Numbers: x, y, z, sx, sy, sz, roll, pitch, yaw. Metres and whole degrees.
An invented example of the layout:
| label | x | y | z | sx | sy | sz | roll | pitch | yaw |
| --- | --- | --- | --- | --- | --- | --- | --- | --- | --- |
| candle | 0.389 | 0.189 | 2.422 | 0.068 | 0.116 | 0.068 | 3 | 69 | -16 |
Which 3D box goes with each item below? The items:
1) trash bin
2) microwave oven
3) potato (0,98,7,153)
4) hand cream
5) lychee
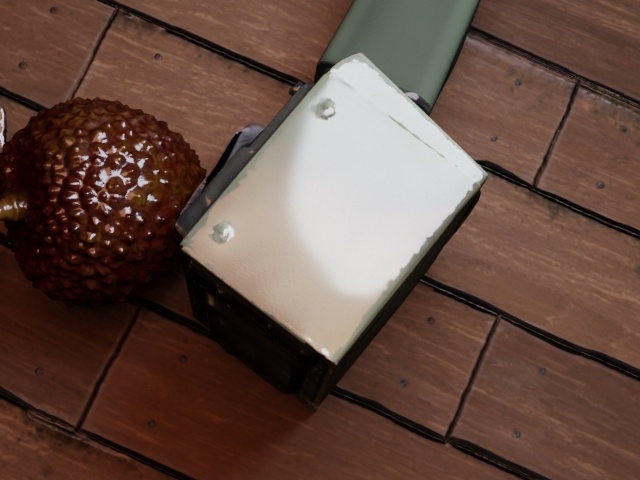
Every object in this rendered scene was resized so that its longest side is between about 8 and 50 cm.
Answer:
| label | x | y | z | sx | sy | sz | roll | pitch | yaw |
| --- | --- | --- | --- | --- | --- | --- | --- | --- | --- |
| trash bin | 0.133 | -0.306 | 1.686 | 0.158 | 0.223 | 0.343 | 27 | 72 | 4 |
| microwave oven | 0.000 | 0.000 | 1.496 | 0.247 | 0.394 | 0.333 | 39 | 75 | 7 |
| potato | -0.576 | -0.136 | 1.642 | 0.299 | 0.116 | 0.239 | 3 | 78 | -13 |
| hand cream | -0.103 | -0.100 | 1.554 | 0.076 | 0.336 | 0.121 | 31 | 102 | 2 |
| lychee | -0.281 | -0.054 | 1.554 | 0.304 | 0.276 | 0.275 | -5 | 71 | -43 |
